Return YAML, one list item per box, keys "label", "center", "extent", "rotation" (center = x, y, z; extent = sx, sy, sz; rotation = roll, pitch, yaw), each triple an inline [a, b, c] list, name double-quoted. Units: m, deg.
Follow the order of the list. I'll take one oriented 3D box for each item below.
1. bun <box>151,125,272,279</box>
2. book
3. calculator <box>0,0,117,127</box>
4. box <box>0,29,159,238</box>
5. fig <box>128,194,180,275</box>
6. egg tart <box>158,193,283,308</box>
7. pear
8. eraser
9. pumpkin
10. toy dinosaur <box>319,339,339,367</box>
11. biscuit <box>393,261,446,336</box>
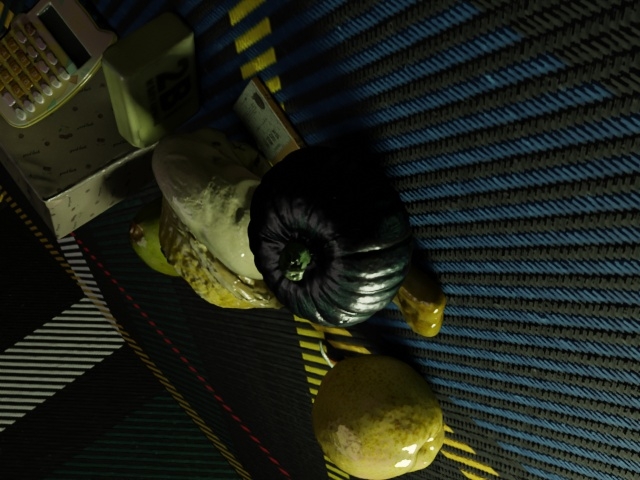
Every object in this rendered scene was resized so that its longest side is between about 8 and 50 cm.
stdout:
- label: "bun"
  center: [-0.104, -0.055, 1.212]
  extent: [0.210, 0.116, 0.237]
  rotation: [56, -166, 26]
- label: "book"
  center: [-0.045, -0.111, 1.173]
  extent: [0.172, 0.012, 0.118]
  rotation: [55, 162, -1]
- label: "calculator"
  center: [-0.431, -0.282, 1.494]
  extent: [0.157, 0.236, 0.033]
  rotation: [53, -171, 6]
- label: "box"
  center: [-0.442, -0.197, 1.625]
  extent: [0.297, 0.225, 0.190]
  rotation: [52, 160, 9]
- label: "fig"
  center: [-0.242, -0.013, 1.583]
  extent: [0.154, 0.166, 0.144]
  rotation: [8, 100, 26]
- label: "egg tart"
  center: [-0.142, 0.010, 1.346]
  extent: [0.252, 0.098, 0.231]
  rotation: [40, -157, -30]
- label: "pear"
  center: [0.080, 0.233, 1.265]
  extent: [0.178, 0.178, 0.178]
  rotation: [45, 159, 23]
- label: "eraser"
  center: [-0.216, -0.205, 1.257]
  extent: [0.058, 0.117, 0.172]
  rotation: [43, 158, 17]
- label: "pumpkin"
  center: [0.008, -0.004, 1.017]
  extent: [0.194, 0.150, 0.194]
  rotation: [2, 93, 62]
- label: "toy dinosaur"
  center: [0.045, 0.222, 1.492]
  extent: [0.142, 0.057, 0.212]
  rotation: [-125, 16, -75]
- label: "biscuit"
  center: [0.078, 0.057, 1.130]
  extent: [0.183, 0.039, 0.174]
  rotation: [43, 157, 31]
